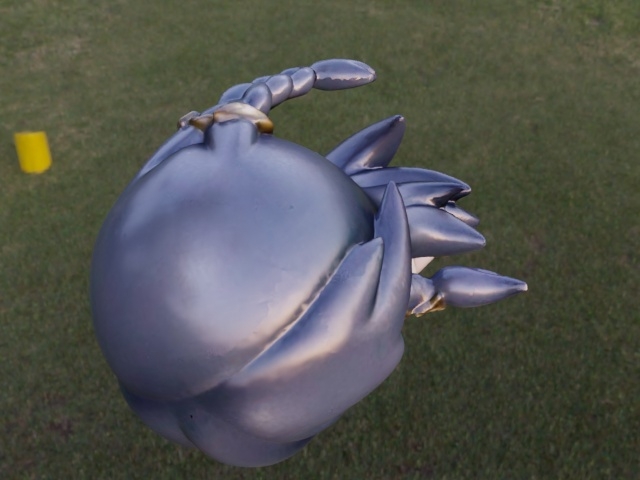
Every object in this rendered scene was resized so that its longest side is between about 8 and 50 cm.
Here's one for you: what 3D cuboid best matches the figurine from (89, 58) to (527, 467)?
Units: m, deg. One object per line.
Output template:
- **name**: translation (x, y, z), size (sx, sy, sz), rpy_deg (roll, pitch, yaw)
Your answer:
- **figurine**: translation (-0.013, 0.007, 0.469), size (0.197, 0.175, 0.265), rpy_deg (42, 30, -9)
